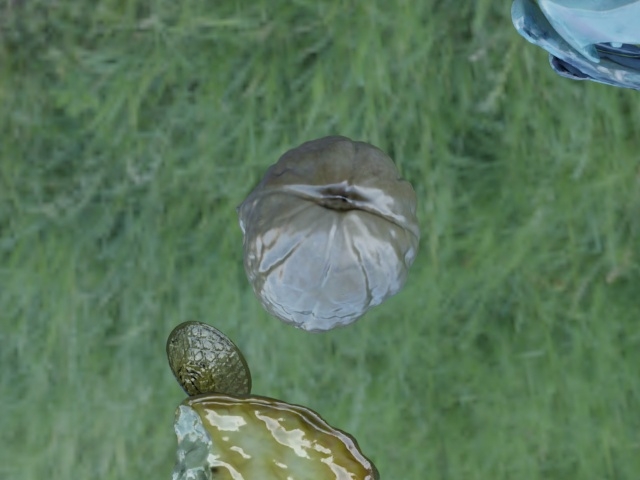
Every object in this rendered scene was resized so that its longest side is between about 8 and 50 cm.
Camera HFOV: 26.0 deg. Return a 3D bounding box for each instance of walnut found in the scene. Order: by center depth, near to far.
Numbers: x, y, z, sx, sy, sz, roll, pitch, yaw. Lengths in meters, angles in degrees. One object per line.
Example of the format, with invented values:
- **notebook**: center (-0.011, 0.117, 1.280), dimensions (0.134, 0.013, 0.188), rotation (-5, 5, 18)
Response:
- **walnut**: center (0.002, 0.000, 1.302), dimensions (0.178, 0.178, 0.230), rotation (0, 167, -13)

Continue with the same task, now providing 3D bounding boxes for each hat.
- **hat**: center (-0.173, 0.191, 1.945), dimensions (0.146, 0.146, 0.067), rotation (16, 136, -39)

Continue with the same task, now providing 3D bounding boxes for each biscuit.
- **biscuit**: center (-0.072, 0.360, 1.723), dimensions (0.329, 0.335, 0.078), rotation (29, 152, -18)

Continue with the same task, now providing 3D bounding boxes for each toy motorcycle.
- **toy motorcycle**: center (0.284, -0.185, 1.101), dimensions (0.260, 0.154, 0.206), rotation (11, 155, -7)
